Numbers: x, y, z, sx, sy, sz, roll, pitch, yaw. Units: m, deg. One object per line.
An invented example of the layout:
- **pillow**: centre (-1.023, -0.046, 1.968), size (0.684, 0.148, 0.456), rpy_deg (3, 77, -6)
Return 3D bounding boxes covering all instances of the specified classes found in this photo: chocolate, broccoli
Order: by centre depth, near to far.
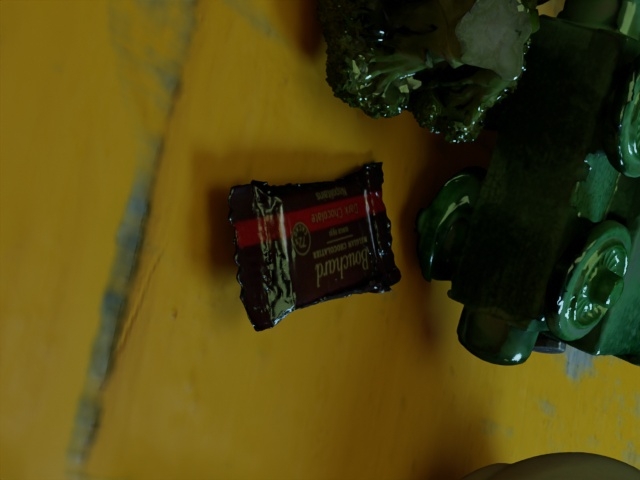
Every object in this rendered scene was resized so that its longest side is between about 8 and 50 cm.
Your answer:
- **chocolate**: centre (0.000, 0.000, 0.702), size (0.182, 0.028, 0.086), rpy_deg (-17, 99, -56)
- **broccoli**: centre (0.069, -0.134, 0.709), size (0.146, 0.138, 0.162), rpy_deg (-10, 116, -19)

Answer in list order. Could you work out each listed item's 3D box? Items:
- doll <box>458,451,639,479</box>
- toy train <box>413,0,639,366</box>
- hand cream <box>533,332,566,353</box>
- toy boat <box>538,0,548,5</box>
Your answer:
- **doll**: centre (0.160, 0.263, 0.853), size (0.251, 0.221, 0.221), rpy_deg (-32, 121, -26)
- **toy train**: centre (0.178, -0.040, 0.832), size (0.202, 0.145, 0.266), rpy_deg (5, 105, -53)
- **hand cream**: centre (0.189, -0.006, 0.984), size (0.067, 0.042, 0.194), rpy_deg (22, 68, -47)
- **toy boat**: centre (0.100, -0.249, 0.791), size (0.227, 0.085, 0.155), rpy_deg (55, 22, -40)
